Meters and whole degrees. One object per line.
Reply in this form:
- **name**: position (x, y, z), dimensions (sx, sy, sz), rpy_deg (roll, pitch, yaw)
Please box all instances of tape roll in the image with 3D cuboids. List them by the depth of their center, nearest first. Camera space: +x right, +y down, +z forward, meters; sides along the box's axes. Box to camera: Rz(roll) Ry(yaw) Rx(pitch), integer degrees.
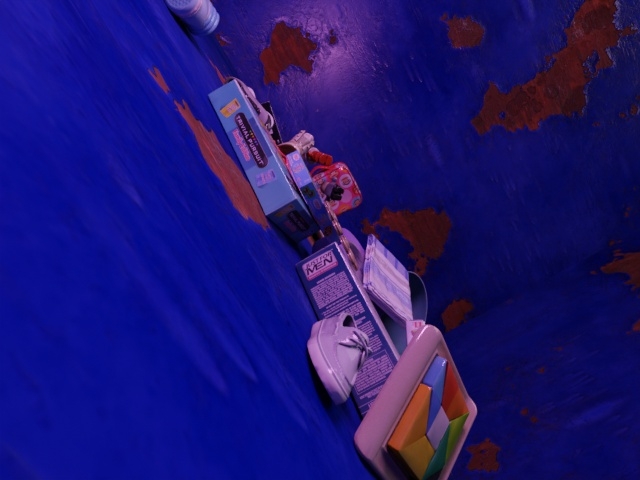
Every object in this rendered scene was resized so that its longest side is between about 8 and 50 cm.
- **tape roll**: position (0.084, 0.105, 1.161), dimensions (0.275, 0.090, 0.275), rpy_deg (51, 22, -30)

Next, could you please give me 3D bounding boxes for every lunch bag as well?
- **lunch bag**: position (0.026, -0.233, 1.917), dimensions (0.258, 0.292, 0.120), rpy_deg (60, 8, -26)

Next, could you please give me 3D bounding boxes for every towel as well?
- **towel**: position (0.205, 0.117, 1.195), dimensions (0.209, 0.034, 0.285), rpy_deg (44, 28, -17)

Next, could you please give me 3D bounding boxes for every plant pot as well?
- **plant pot**: position (0.220, 0.242, 1.438), dimensions (0.195, 0.290, 0.290), rpy_deg (6, -43, 45)

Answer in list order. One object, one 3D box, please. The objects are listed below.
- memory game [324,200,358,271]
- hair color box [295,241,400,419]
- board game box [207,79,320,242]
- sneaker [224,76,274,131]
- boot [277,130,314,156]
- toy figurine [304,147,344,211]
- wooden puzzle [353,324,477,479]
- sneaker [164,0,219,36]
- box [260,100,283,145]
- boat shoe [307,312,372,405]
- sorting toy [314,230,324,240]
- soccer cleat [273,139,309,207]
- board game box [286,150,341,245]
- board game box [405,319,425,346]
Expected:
- **memory game**: position (0.051, -0.011, 0.961), dimensions (0.186, 0.012, 0.186), rpy_deg (-25, 90, -85)
- **hair color box**: position (0.079, 0.192, 0.816), dimensions (0.348, 0.105, 0.174), rpy_deg (64, 4, 33)
- **board game box**: position (-0.129, -0.181, 0.991), dimensions (0.336, 0.079, 0.254), rpy_deg (62, 4, 17)
- **sneaker**: position (-0.244, -0.433, 1.320), dimensions (0.272, 0.100, 0.108), rpy_deg (56, 10, 29)
- **boot**: position (-0.080, -0.297, 1.291), dimensions (0.077, 0.165, 0.213), rpy_deg (52, -26, -11)
- **toy figurine**: position (-0.042, -0.206, 1.441), dimensions (0.148, 0.213, 0.210), rpy_deg (35, -24, 58)
- **wooden puzzle**: position (0.169, 0.288, 0.630), dimensions (0.044, 0.221, 0.239), rpy_deg (5, -44, 49)
- **sneaker**: position (-0.405, -0.751, 1.193), dimensions (0.208, 0.126, 0.320), rpy_deg (33, 38, -79)
- **box**: position (-0.206, -0.426, 1.497), dimensions (0.158, 0.093, 0.156), rpy_deg (-107, 180, -71)
- **boat shoe**: position (0.033, 0.158, 0.605), dimensions (0.079, 0.081, 0.227), rpy_deg (61, 3, -6)
- **sorting toy**: position (0.000, 0.000, 1.796), dimensions (0.308, 0.041, 0.229), rpy_deg (61, -1, -6)
- **soccer cleat**: position (-0.105, -0.180, 1.157), dimensions (0.248, 0.082, 0.095), rpy_deg (58, -26, 26)
- **board game box**: position (-0.015, -0.103, 1.026), dimensions (0.160, 0.039, 0.212), rpy_deg (-112, 176, -48)
- **board game box**: position (0.252, 0.382, 1.019), dimensions (0.306, 0.053, 0.193), rpy_deg (-82, 164, -46)
